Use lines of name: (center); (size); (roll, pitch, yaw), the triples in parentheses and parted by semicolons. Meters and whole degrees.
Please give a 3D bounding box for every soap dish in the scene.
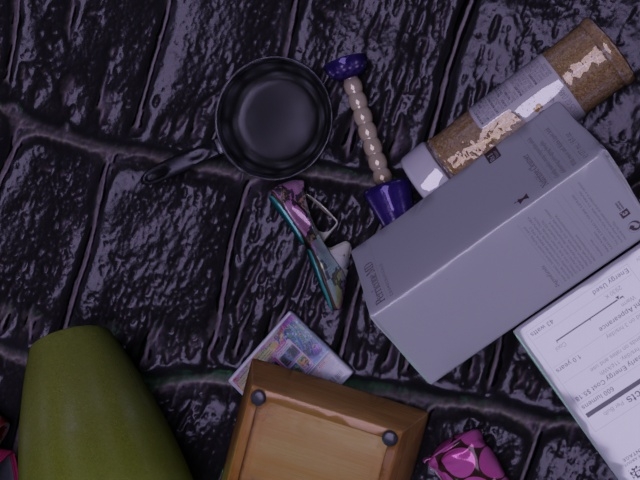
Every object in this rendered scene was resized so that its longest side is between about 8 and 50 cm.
soap dish: (-0.004, 0.334, 1.940); (0.291, 0.118, 0.228); (16, 97, 9)

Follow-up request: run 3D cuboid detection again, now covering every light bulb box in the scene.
light bulb box: (0.522, 0.170, 1.760); (0.358, 0.225, 0.361); (-36, 82, 11)

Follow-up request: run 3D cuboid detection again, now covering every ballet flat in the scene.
ballet flat: (0.000, 0.000, 1.986); (0.079, 0.077, 0.221); (-28, 82, -7)

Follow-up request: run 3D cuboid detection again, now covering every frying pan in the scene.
frying pan: (-0.116, -0.148, 2.023); (0.197, 0.053, 0.326); (45, 102, 11)

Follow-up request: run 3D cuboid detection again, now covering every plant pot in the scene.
plant pot: (-0.364, 0.294, 1.997); (0.275, 0.275, 0.293); (-22, 68, 14)

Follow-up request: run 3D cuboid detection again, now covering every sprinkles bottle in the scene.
sprinkles bottle: (0.292, -0.180, 1.879); (0.355, 0.121, 0.121); (-38, 80, 11)

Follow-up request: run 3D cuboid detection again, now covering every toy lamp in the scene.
toy lamp: (0.081, -0.153, 1.958); (0.080, 0.080, 0.274); (-18, 85, 14)

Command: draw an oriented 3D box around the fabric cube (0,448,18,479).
fabric cube: (-0.646, 0.486, 2.015); (0.258, 0.254, 0.259); (6, 116, 16)

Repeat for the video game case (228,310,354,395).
video game case: (-0.048, 0.217, 2.018); (0.143, 0.019, 0.157); (43, 100, 12)

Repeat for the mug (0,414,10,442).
mug: (-0.622, 0.302, 2.140); (0.169, 0.150, 0.113); (35, 61, 8)

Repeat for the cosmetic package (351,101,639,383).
cosmetic package: (0.246, 0.001, 1.776); (0.385, 0.217, 0.156); (-36, 114, 8)

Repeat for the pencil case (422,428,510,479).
pencil case: (0.247, 0.391, 1.901); (0.098, 0.095, 0.209); (-31, 83, -6)
